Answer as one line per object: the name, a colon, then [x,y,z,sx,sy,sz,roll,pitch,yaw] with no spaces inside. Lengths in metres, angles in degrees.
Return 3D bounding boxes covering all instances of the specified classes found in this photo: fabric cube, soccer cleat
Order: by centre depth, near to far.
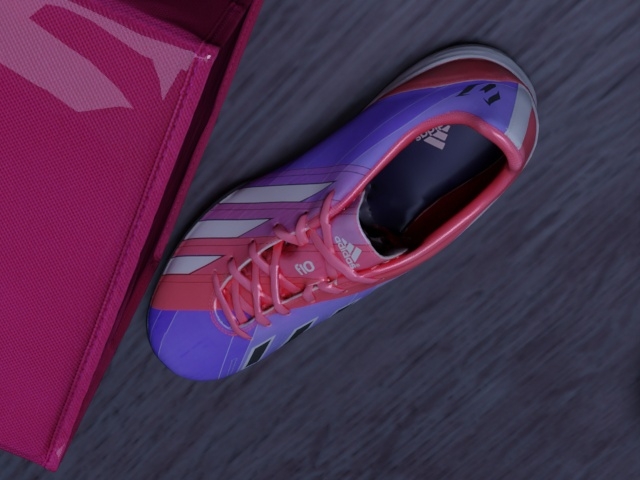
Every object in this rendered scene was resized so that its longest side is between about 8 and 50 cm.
fabric cube: [-0.195,-0.078,0.635,0.258,0.259,0.254,23,115,-5]
soccer cleat: [0.000,0.000,0.727,0.318,0.116,0.108,-37,106,20]
